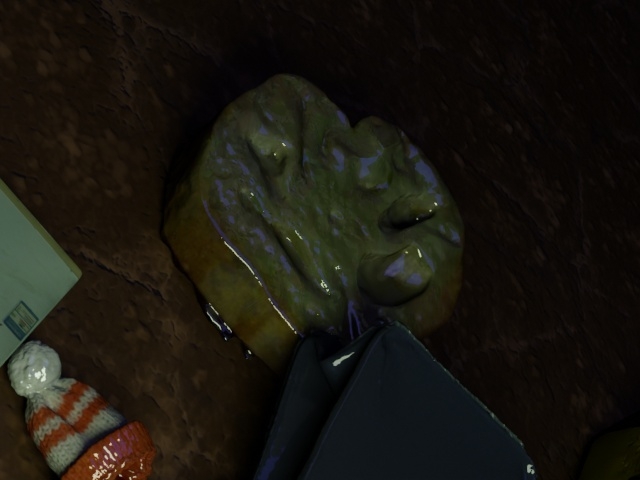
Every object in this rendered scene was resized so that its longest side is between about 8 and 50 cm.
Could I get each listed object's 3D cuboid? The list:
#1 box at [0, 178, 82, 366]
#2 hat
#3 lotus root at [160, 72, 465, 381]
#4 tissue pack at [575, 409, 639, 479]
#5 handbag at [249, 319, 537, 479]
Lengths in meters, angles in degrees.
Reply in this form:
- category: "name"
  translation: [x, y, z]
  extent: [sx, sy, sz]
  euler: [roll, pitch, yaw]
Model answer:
- category: "box"
  translation: [-0.358, -0.013, 1.361]
  extent: [0.270, 0.045, 0.211]
  euler: [49, 36, -13]
- category: "hat"
  translation: [-0.231, 0.165, 1.367]
  extent: [0.162, 0.093, 0.112]
  euler: [45, 23, 12]
- category: "lotus root"
  translation: [0.000, 0.000, 1.702]
  extent: [0.390, 0.111, 0.375]
  euler: [15, 61, -36]
- category: "tissue pack"
  translation: [0.453, 0.391, 1.855]
  extent: [0.253, 0.264, 0.416]
  euler: [50, 36, -10]
- category: "handbag"
  translation: [0.056, 0.284, 1.520]
  extent: [0.303, 0.122, 0.329]
  euler: [46, 54, -31]
